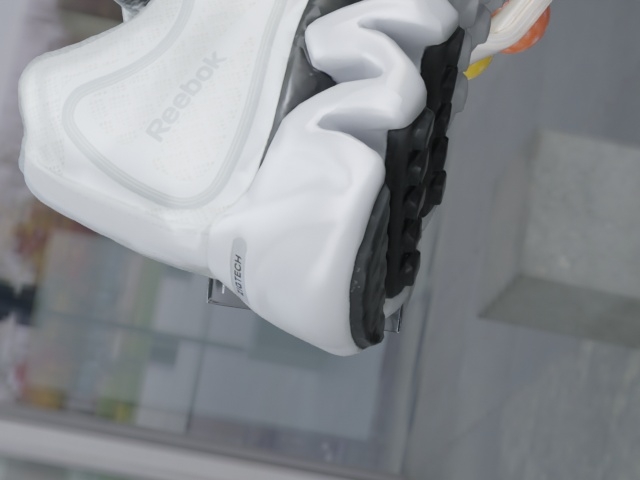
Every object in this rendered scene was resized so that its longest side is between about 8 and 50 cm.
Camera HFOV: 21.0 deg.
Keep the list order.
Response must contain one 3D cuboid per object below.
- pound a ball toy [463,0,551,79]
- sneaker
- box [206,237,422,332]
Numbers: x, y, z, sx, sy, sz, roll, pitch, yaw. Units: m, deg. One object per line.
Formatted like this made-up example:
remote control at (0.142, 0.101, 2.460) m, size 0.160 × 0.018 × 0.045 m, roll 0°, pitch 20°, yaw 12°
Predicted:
pound a ball toy at (0.098, -0.196, 1.175) m, size 0.208 × 0.136 × 0.319 m, roll -50°, pitch 12°, yaw -19°
sneaker at (0.005, -0.100, 0.528) m, size 0.110 × 0.118 × 0.292 m, roll 92°, pitch -163°, yaw -45°
box at (0.000, 0.000, 0.736) m, size 0.062 × 0.083 × 0.052 m, roll -60°, pitch -22°, yaw -69°
